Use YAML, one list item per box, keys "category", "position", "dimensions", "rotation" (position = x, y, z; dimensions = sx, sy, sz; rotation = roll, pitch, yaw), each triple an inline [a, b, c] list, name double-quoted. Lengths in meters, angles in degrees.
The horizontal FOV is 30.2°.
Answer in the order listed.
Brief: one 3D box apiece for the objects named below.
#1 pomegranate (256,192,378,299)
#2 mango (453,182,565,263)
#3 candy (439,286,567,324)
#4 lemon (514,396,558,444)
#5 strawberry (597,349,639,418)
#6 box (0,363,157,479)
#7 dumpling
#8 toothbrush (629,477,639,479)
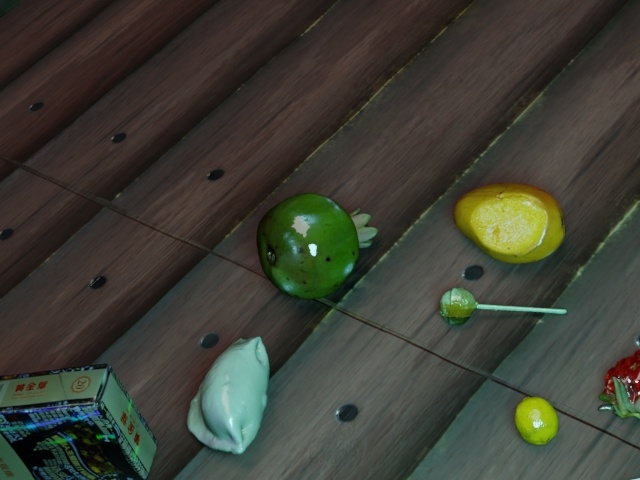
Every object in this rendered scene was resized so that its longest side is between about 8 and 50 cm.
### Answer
- category: "pomegranate"
  position: [0.001, 0.002, 2.049]
  dimensions: [0.225, 0.187, 0.187]
  rotation: [-21, 32, -39]
- category: "mango"
  position: [0.312, -0.031, 1.984]
  dimensions: [0.217, 0.102, 0.141]
  rotation: [18, 78, 42]
- category: "candy"
  position: [0.288, 0.109, 1.883]
  dimensions: [0.202, 0.061, 0.061]
  rotation: [3, 45, 16]
- category: "lemon"
  position: [0.306, 0.255, 1.690]
  dimensions: [0.062, 0.062, 0.083]
  rotation: [-22, 40, 1]
- category: "strawberry"
  position: [0.497, 0.177, 1.670]
  dimensions: [0.208, 0.087, 0.167]
  rotation: [-42, 41, -24]
- category: "box"
  position: [-0.441, 0.302, 1.885]
  dimensions: [0.310, 0.198, 0.084]
  rotation: [-7, 41, 18]
- category: "dumpling"
  position: [-0.142, 0.256, 1.890]
  dimensions: [0.104, 0.149, 0.217]
  rotation: [15, 47, -15]
- category: "toothbrush"
  position: [0.456, 0.317, 1.589]
  dimensions: [0.131, 0.013, 0.011]
  rotation: [-13, 50, 10]
